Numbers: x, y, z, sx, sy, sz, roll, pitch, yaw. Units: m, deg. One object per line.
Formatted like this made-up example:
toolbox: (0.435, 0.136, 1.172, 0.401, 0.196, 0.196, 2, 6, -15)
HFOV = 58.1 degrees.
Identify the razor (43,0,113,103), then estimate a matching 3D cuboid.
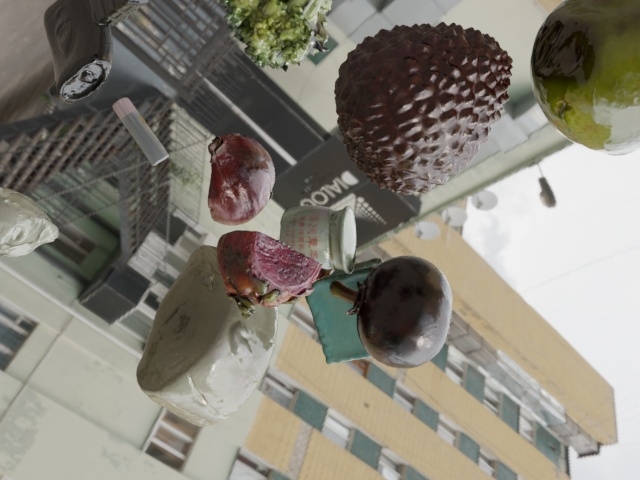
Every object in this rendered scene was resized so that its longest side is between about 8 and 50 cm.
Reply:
razor: (-0.669, -0.546, 1.595, 0.204, 0.113, 0.349, -30, -118, 21)

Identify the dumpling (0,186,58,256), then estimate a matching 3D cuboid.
dumpling: (-0.593, -0.031, 1.083, 0.127, 0.188, 0.108, -52, -137, -1)

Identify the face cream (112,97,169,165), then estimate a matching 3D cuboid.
face cream: (-0.509, -0.309, 1.635, 0.057, 0.198, 0.084, -34, -167, -7)

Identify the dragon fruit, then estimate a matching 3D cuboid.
dragon fruit: (-0.070, 0.055, 0.763, 0.102, 0.147, 0.096, -19, -128, 45)

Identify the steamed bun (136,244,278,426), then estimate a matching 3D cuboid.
steamed bun: (-0.219, 0.210, 1.296, 0.236, 0.247, 0.383, -1, -124, 33)

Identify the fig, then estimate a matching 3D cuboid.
fig: (0.438, -0.238, 0.851, 0.239, 0.271, 0.239, -21, -145, 16)

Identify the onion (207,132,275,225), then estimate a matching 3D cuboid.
onion: (-0.194, -0.155, 1.434, 0.120, 0.283, 0.227, 16, -109, 19)

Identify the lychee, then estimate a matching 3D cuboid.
lychee: (0.151, -0.203, 0.843, 0.271, 0.271, 0.271, -41, -158, 21)

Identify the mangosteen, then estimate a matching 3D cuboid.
mangosteen: (0.142, 0.139, 1.203, 0.235, 0.261, 0.235, 16, 90, -85)

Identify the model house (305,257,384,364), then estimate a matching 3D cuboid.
model house: (0.126, 0.144, 1.454, 0.280, 0.230, 0.249, -13, -167, 13)

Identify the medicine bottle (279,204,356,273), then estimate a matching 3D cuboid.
medicine bottle: (0.000, 0.000, 1.193, 0.143, 0.147, 0.147, -1, -140, 15)

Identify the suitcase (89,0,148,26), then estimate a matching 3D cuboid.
suitcase: (-0.512, -0.679, 1.372, 0.066, 0.285, 0.206, -21, -167, -41)

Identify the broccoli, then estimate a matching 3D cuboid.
broccoli: (-0.071, -0.583, 1.316, 0.281, 0.348, 0.293, -2, -148, 41)
